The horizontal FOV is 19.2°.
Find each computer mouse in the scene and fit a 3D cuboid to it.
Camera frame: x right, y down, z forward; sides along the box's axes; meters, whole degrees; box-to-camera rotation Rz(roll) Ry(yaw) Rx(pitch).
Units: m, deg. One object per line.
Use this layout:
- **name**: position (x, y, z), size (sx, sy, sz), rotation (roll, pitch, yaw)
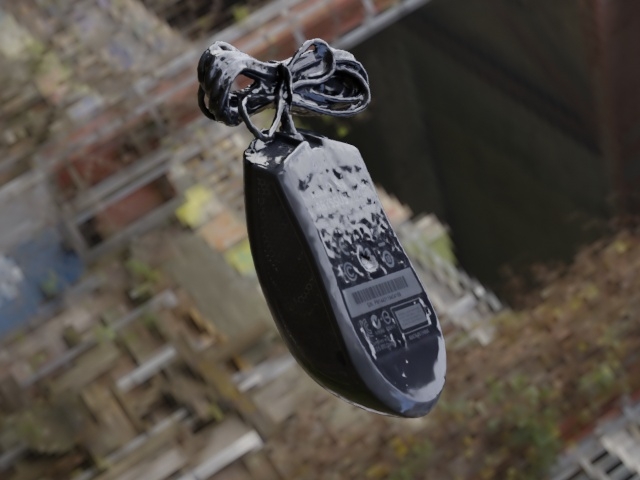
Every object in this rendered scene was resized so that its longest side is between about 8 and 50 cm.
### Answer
- **computer mouse**: position (0.000, 0.000, 1.281), size (0.072, 0.188, 0.272), rotation (-27, -101, 32)
